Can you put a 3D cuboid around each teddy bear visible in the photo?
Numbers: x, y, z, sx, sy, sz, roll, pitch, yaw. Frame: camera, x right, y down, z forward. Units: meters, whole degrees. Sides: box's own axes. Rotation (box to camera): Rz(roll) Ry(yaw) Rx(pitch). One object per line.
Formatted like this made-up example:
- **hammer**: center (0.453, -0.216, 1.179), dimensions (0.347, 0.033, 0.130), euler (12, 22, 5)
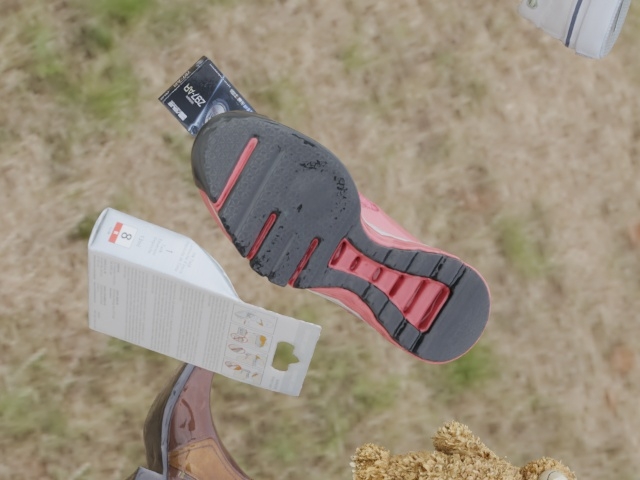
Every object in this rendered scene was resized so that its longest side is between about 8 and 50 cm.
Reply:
- **teddy bear**: center (0.199, 0.335, 1.895), dimensions (0.338, 0.113, 0.245), euler (17, 32, 1)

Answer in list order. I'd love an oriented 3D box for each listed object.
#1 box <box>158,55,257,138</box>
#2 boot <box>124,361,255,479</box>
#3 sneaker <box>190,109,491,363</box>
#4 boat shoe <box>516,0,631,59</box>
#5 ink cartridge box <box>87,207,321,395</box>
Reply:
- **box**: center (-0.116, -0.138, 1.513), dimensions (0.067, 0.018, 0.083), euler (-44, 118, -4)
- **boot**: center (-0.087, 0.290, 1.823), dimensions (0.280, 0.096, 0.264), euler (25, 55, -14)
- **sneaker**: center (0.000, 0.001, 1.273), dimensions (0.314, 0.136, 0.116), euler (38, 85, -25)
- **boat shoe**: center (0.172, -0.212, 0.900), dimensions (0.083, 0.076, 0.226), euler (-52, 161, -48)
- **ink cartridge box**: center (-0.088, 0.049, 1.116), dimensions (0.179, 0.145, 0.045), euler (17, 62, 0)
